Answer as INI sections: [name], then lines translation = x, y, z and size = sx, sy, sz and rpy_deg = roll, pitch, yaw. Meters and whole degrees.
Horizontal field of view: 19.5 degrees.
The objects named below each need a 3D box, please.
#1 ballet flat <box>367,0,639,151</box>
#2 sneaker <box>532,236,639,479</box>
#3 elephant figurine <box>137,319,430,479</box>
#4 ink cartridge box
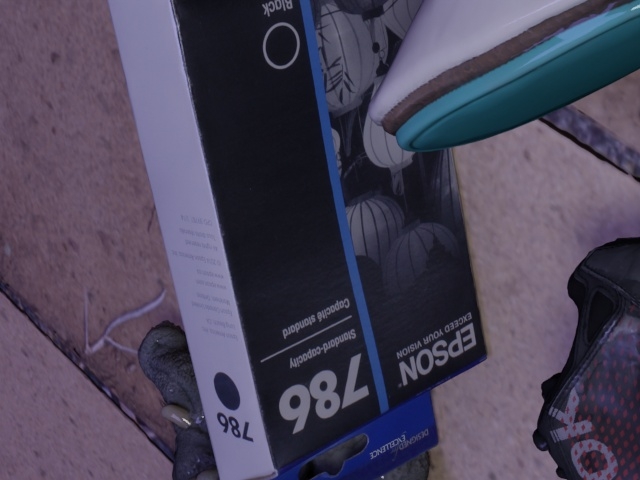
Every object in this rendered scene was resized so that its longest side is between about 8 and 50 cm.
[ballet flat]
translation = 0.156, -0.151, 0.728
size = 0.400, 0.139, 0.139
rpy_deg = -24, 91, 49
[sneaker]
translation = 0.171, 0.117, 0.893
size = 0.135, 0.097, 0.276
rpy_deg = 18, 122, 47
[elephant figurine]
translation = -0.039, 0.165, 1.189
size = 0.169, 0.186, 0.239
rpy_deg = 28, 167, -21
[ink cartridge box]
translation = 0.000, 0.000, 0.991
size = 0.065, 0.165, 0.333
rpy_deg = 13, 122, 48
